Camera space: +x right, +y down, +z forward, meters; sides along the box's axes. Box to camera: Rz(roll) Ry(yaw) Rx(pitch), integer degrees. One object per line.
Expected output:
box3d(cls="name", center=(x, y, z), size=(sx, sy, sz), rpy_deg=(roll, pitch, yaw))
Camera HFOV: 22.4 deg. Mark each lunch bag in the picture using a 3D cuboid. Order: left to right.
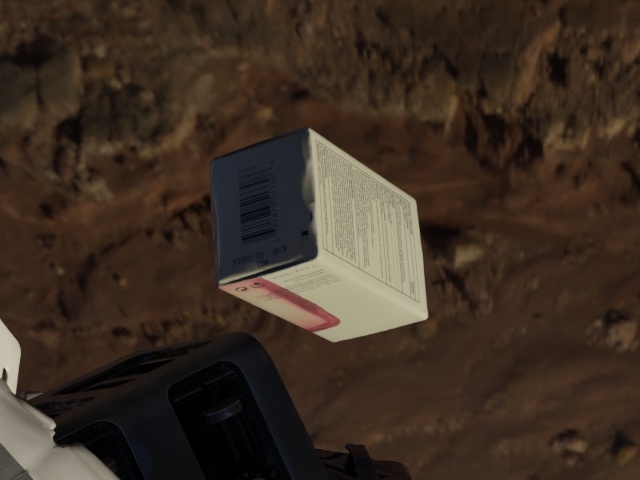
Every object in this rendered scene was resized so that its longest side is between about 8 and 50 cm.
box3d(cls="lunch bag", center=(0.022, 0.157, 0.954), size=(0.067, 0.098, 0.065), rpy_deg=(11, 96, -7))

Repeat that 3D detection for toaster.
box3d(cls="toaster", center=(-0.111, 0.132, 0.865), size=(0.168, 0.185, 0.110), rpy_deg=(-24, 95, -33))

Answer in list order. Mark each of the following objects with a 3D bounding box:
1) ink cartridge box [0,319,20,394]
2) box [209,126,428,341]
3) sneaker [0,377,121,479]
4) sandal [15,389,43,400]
box3d(cls="ink cartridge box", center=(-0.302, 0.075, 1.205), size=(0.067, 0.198, 0.115), rpy_deg=(-14, 48, 17))
box3d(cls="box", center=(0.000, 0.000, 1.696), size=(0.126, 0.232, 0.149), rpy_deg=(-17, 64, 27))
box3d(cls="sneaker", center=(-0.211, 0.098, 0.605), size=(0.321, 0.125, 0.180), rpy_deg=(37, 59, 16))
box3d(cls="sandal", center=(-0.164, 0.229, 1.424), size=(0.416, 0.102, 0.169), rpy_deg=(19, 57, 6))
